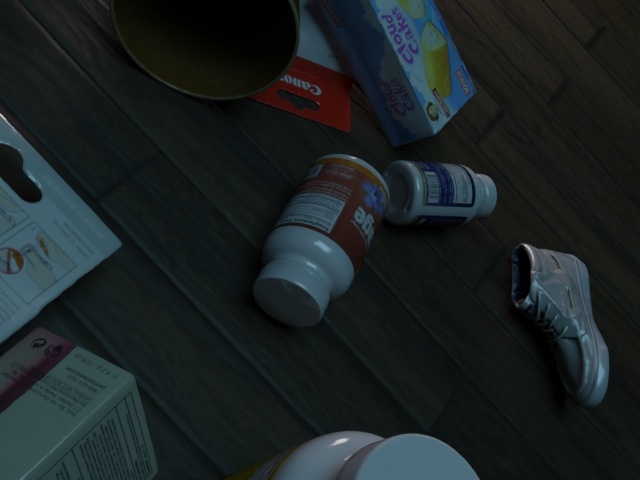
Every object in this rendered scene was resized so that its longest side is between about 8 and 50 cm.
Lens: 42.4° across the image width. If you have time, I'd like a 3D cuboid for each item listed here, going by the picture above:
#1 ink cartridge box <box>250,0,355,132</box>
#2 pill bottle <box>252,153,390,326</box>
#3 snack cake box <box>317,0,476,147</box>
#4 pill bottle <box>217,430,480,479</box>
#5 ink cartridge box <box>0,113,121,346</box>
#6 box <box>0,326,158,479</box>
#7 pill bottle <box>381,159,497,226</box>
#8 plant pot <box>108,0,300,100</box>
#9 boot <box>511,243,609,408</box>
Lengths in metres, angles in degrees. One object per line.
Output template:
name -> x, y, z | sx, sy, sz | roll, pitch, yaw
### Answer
ink cartridge box -> -0.020, -0.295, 1.235 | 0.189, 0.066, 0.232 | 15, 55, -27
pill bottle -> 0.000, 0.000, 1.048 | 0.121, 0.121, 0.216 | 37, 52, -12
snack cake box -> 0.119, -0.297, 1.254 | 0.152, 0.089, 0.264 | -47, 115, -41
pill bottle -> -0.002, 0.284, 0.758 | 0.188, 0.334, 0.187 | 15, 59, -27
ink cartridge box -> -0.431, 0.009, 0.791 | 0.308, 0.091, 0.385 | 47, 44, -3
box -> -0.271, 0.214, 0.713 | 0.127, 0.148, 0.232 | 21, 44, 26
pill bottle -> 0.176, -0.068, 1.219 | 0.169, 0.094, 0.094 | 1, 66, -34
plant pot -> -0.128, -0.357, 1.097 | 0.237, 0.237, 0.254 | 27, 46, -20
boot -> 0.347, 0.124, 1.246 | 0.123, 0.095, 0.258 | 16, 50, -20
